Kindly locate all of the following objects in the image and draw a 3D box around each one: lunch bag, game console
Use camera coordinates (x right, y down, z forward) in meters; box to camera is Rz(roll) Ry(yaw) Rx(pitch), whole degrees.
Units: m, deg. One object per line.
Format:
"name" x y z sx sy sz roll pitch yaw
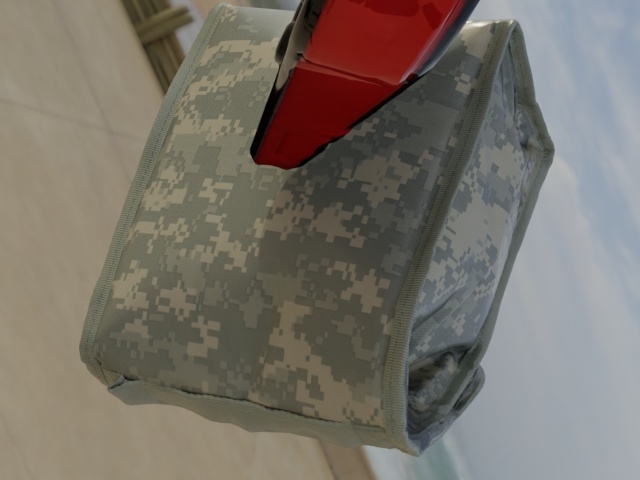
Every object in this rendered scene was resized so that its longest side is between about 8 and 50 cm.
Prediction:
"lunch bag" 0.000 0.000 0.757 0.287 0.235 0.169 -67 149 -26
"game console" 0.066 -0.226 0.543 0.060 0.386 0.342 26 -7 -9
